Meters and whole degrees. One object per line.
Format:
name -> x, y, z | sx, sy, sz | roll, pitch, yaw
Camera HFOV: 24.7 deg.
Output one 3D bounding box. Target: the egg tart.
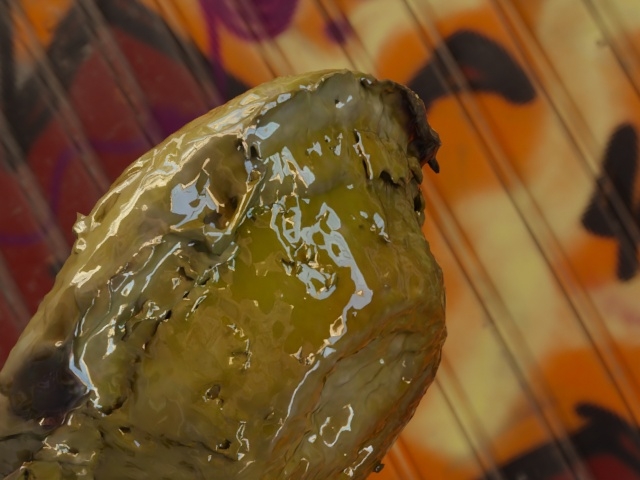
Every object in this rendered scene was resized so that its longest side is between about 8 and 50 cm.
egg tart -> -0.026, 0.059, 0.688 | 0.116, 0.295, 0.295 | 36, 4, 28
